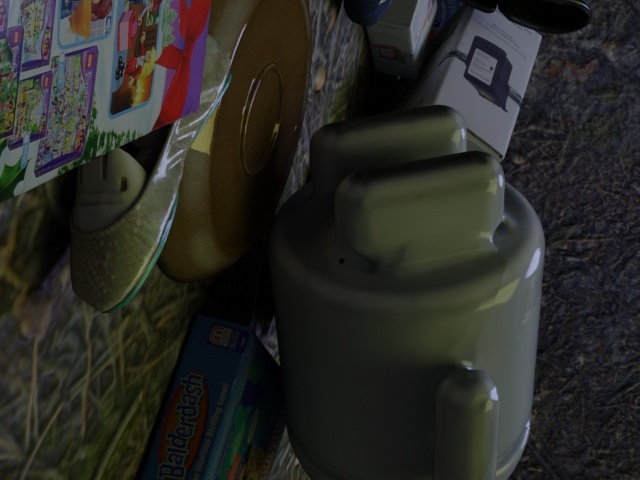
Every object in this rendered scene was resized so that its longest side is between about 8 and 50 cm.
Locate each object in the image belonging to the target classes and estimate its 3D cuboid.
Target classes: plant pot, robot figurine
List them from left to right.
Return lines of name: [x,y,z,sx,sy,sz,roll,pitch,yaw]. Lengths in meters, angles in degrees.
plant pot: [-0.050,-0.083,0.670,0.236,0.032,0.236,13,90,-78]
robot figurine: [0.067,0.076,0.779,0.300,0.200,0.353,-108,-169,-54]

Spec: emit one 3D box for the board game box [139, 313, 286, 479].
board game box: [-0.076,0.163,0.781,0.210,0.047,0.160,69,36,-68]

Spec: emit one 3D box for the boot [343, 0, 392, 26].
boot: [0.060,-0.285,0.876,0.086,0.069,0.190,77,37,-78]

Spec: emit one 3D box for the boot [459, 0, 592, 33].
boot: [0.277,-0.317,1.110,0.118,0.338,0.223,118,-25,-59]

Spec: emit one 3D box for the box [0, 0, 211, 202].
box: [-0.090,-0.169,0.343,0.201,0.057,0.293,-45,147,-65]

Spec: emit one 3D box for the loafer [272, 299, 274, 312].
loafer: [0.000,0.000,0.913,0.061,0.062,0.170,42,61,-70]

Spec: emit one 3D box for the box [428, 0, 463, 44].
box: [0.207,-0.328,1.289,0.257,0.128,0.122,-53,154,-60]

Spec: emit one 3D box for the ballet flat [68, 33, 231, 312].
ballet flat: [-0.095,-0.045,0.505,0.052,0.057,0.168,48,48,-41]

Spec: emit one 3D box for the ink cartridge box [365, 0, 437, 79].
ink cartridge box: [0.085,-0.234,1.041,0.122,0.052,0.088,65,41,-73]

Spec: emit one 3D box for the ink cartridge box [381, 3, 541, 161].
ink cartridge box: [0.137,-0.138,1.115,0.172,0.100,0.237,-47,-168,45]
